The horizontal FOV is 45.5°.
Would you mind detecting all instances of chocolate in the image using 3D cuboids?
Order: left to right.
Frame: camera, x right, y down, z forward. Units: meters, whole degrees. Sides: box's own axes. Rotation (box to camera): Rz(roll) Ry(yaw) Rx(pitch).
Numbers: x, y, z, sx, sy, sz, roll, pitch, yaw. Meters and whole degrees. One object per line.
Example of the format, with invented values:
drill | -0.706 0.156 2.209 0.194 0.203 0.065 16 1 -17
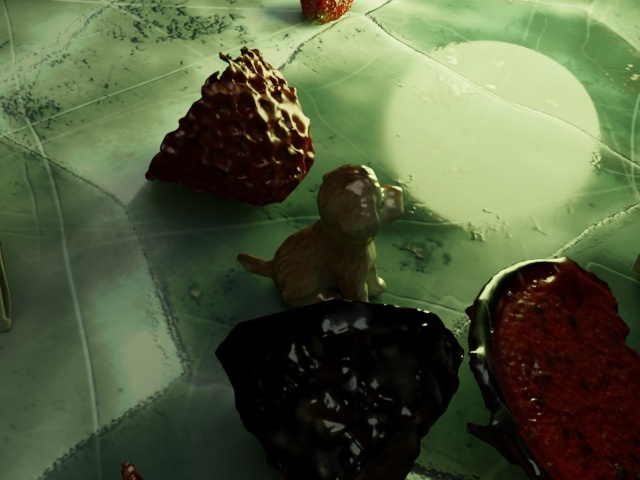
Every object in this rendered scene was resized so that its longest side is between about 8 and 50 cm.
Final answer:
chocolate | 0.032 0.179 0.675 0.206 0.224 0.177 -16 59 18

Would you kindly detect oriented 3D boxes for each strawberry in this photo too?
strawberry | -0.105 -0.122 0.996 0.178 0.234 0.234 41 47 -7
strawberry | 0.012 -0.428 1.348 0.106 0.106 0.106 4 45 -4

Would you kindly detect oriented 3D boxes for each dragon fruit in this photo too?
dragon fruit | 0.231 0.154 0.757 0.282 0.100 0.343 22 43 -28

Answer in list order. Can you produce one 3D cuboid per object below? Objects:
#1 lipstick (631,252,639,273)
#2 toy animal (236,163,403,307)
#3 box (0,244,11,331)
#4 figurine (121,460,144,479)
lipstick | 0.512 0.071 0.928 0.253 0.079 0.077 33 51 25
toy animal | -0.007 -0.012 0.861 0.184 0.185 0.104 16 47 8
box | -0.407 -0.058 0.828 0.091 0.220 0.274 -12 46 -22
figurine | -0.190 0.264 0.648 0.075 0.068 0.140 34 56 19
